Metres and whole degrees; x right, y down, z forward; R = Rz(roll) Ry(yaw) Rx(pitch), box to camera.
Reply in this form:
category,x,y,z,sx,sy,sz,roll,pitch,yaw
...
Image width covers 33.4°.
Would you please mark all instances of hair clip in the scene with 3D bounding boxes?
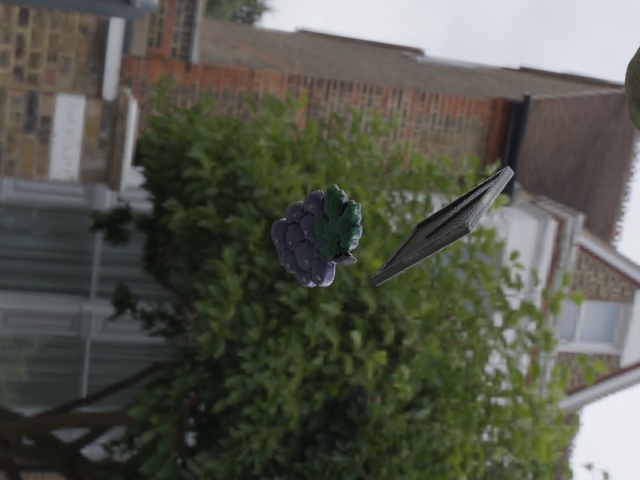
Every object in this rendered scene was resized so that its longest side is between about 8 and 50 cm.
category,x,y,z,sx,sy,sz,roll,pitch,yaw
hair clip,0.001,-0.001,1.384,0.195,0.052,0.124,-29,-108,54

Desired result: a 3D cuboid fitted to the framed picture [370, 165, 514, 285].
category,x,y,z,sx,sy,sz,roll,pitch,yaw
framed picture,0.165,-0.018,1.463,0.203,0.015,0.150,-34,-170,47

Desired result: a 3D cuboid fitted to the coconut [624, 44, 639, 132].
category,x,y,z,sx,sy,sz,roll,pitch,yaw
coconut,0.481,-0.182,1.266,0.224,0.224,0.224,-175,-90,-73
